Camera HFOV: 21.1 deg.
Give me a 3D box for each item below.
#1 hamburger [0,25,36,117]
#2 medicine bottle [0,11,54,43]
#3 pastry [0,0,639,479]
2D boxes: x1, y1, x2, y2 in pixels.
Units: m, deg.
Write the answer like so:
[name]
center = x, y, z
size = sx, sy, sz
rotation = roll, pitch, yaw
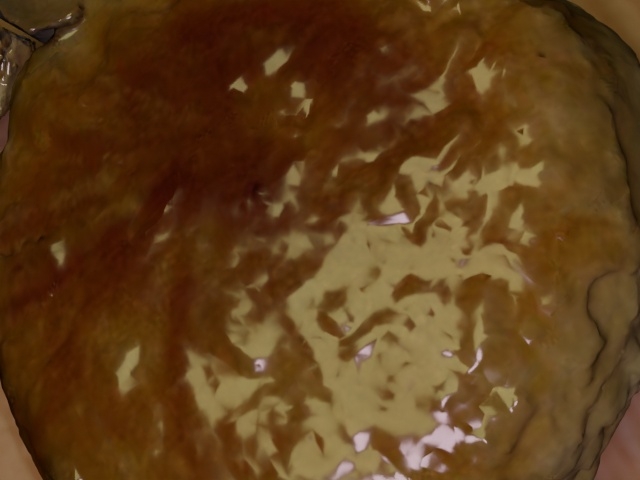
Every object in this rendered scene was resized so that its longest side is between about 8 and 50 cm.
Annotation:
[hamburger]
center = -0.238, -0.080, 0.945
size = 0.176, 0.087, 0.102
rotation = 12, 92, 23
[medicine bottle]
center = -0.178, -0.153, 0.863
size = 0.057, 0.199, 0.058
rotation = -8, 72, 27
[pastry]
center = 0.000, 0.000, 0.724
size = 0.329, 0.136, 0.330
rotation = -8, 70, 25
